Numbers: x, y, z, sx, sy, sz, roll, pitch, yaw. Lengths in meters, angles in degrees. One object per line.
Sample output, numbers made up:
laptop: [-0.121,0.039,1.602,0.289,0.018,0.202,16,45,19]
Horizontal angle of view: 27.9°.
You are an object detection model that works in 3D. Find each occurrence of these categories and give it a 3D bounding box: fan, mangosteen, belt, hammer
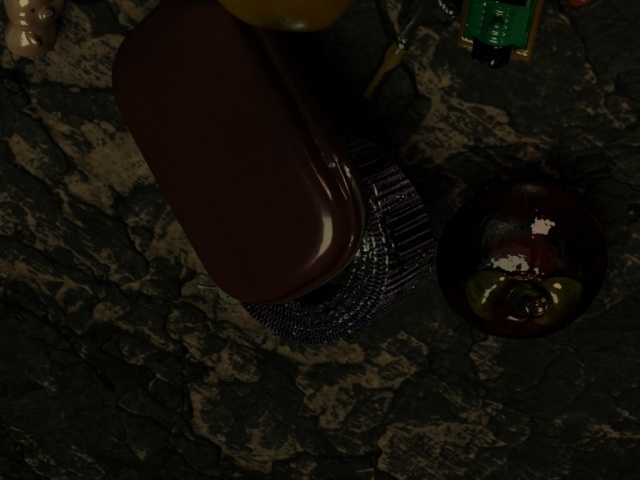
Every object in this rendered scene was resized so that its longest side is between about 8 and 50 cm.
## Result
fan: [-0.147,0.075,1.945,0.083,0.004,0.056,6,132,15]
mangosteen: [0.261,0.030,1.619,0.216,0.216,0.216,10,132,11]
belt: [0.000,0.000,1.710,0.325,0.122,0.260,-35,85,47]
hammer: [0.093,-0.237,1.575,0.078,0.021,0.201,39,135,3]

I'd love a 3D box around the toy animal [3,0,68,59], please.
toy animal: [-0.375,-0.289,1.658,0.089,0.083,0.150,20,134,6]

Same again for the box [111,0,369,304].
box: [-0.100,-0.119,1.590,0.263,0.108,0.404,-31,84,37]

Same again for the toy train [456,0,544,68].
toy train: [0.205,-0.278,1.428,0.091,0.136,0.227,14,131,7]

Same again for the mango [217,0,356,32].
mango: [-0.066,-0.377,1.418,0.211,0.173,0.317,-16,115,26]

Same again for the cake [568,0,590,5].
cake: [0.218,-0.438,1.165,0.270,0.269,0.319,22,132,-21]
